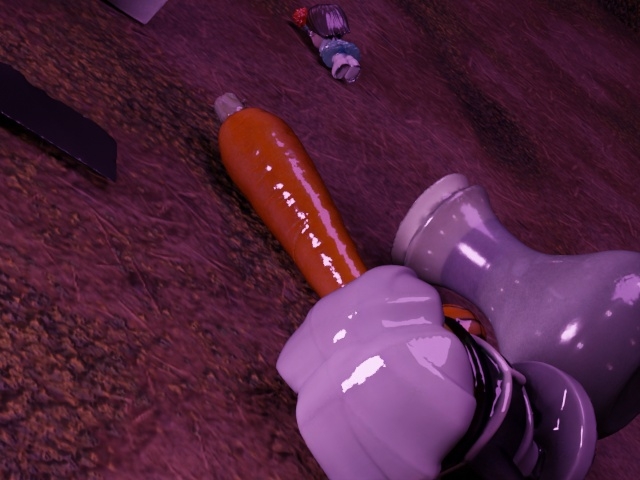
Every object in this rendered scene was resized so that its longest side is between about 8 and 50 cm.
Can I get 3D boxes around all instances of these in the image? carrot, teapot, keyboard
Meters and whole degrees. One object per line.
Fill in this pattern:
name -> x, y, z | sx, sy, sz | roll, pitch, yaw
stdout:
carrot -> 0.000, 0.000, 1.292 | 0.069, 0.069, 0.336 | 10, 40, -55
teapot -> 0.183, 0.052, 1.380 | 0.251, 0.183, 0.183 | 38, 17, 26
keyboard -> -0.230, -0.106, 1.155 | 0.196, 0.015, 0.074 | 32, 26, -24

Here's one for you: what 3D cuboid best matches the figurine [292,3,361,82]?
figurine -> 0.010, -0.224, 1.791 | 0.060, 0.047, 0.106 | -10, 53, -19

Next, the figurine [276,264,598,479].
figurine -> 0.077, 0.103, 1.112 | 0.236, 0.133, 0.176 | 23, 31, -44

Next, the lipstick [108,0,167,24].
lipstick -> -0.194, -0.340, 1.604 | 0.079, 0.076, 0.371 | 33, 22, -26
